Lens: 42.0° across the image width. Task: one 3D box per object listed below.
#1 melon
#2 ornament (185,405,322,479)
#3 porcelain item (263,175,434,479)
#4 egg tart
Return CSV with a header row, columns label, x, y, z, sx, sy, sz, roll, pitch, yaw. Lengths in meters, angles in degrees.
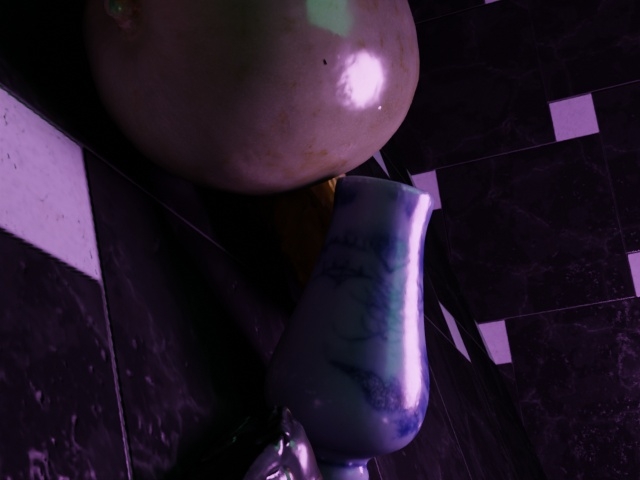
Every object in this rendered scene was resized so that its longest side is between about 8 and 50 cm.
label,x,y,z,sx,sy,sz,roll,pitch,yaw
melon,-0.053,-0.161,0.706,0.308,0.272,0.271,15,42,-30
ornament,-0.001,0.240,0.550,0.236,0.080,0.202,64,10,-2
porcelain item,0.030,0.079,0.715,0.141,0.141,0.259,26,73,-69
egg tart,0.000,0.000,0.919,0.290,0.107,0.291,61,-3,6
